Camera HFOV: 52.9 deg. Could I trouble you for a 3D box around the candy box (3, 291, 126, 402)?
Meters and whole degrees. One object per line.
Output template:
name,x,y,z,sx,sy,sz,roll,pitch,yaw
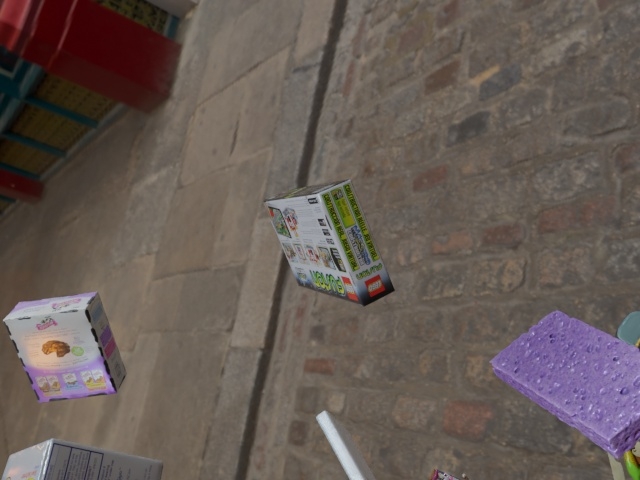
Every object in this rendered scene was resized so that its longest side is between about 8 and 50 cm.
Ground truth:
candy box,-0.488,0.207,1.242,0.070,0.165,0.196,-85,-14,-65

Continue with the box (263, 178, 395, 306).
box,0.000,0.000,0.673,0.114,0.036,0.207,68,163,-9

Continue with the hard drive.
hard drive,0.118,0.717,2.001,0.047,0.233,0.353,-34,47,-1

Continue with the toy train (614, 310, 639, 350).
toy train,0.815,0.313,1.592,0.190,0.334,0.142,32,66,33

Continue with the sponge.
sponge,0.304,0.155,0.746,0.117,0.031,0.210,-36,22,-9

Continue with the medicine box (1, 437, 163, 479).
medicine box,-0.573,0.590,1.531,0.263,0.289,0.149,-28,46,41

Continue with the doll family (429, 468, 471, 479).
doll family,0.403,0.762,1.942,0.118,0.163,0.263,-57,-16,-51

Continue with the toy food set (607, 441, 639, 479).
toy food set,0.754,0.497,1.450,0.192,0.038,0.132,-16,79,20
